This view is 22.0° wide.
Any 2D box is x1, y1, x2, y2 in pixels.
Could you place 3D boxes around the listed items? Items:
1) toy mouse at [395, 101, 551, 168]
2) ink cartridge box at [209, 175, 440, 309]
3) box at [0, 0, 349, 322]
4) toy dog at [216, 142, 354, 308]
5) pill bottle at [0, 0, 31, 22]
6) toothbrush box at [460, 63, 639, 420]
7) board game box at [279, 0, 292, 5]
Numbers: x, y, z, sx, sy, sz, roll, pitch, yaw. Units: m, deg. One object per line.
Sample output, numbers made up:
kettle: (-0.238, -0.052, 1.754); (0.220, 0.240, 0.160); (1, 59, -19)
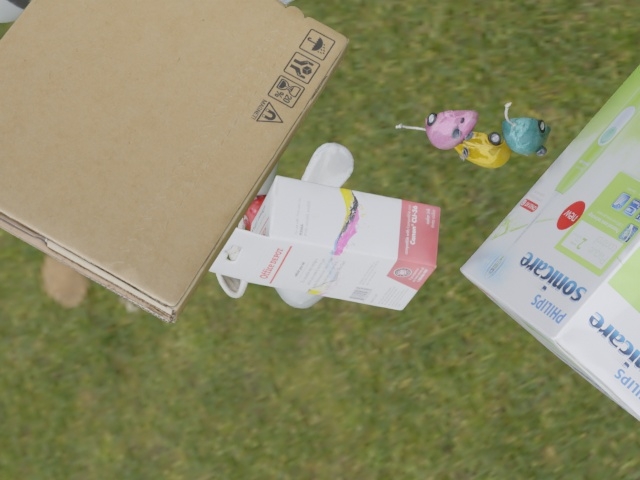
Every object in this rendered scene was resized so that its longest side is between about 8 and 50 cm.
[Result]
toy mouse: (0.156, -0.096, 1.530); (0.143, 0.161, 0.031); (142, 135, -74)
ink cartridge box: (0.000, 0.000, 1.532); (0.115, 0.198, 0.067); (122, 156, -62)
box: (-0.100, -0.075, 0.898); (0.164, 0.201, 0.021); (29, 152, 5)
toy dog: (-0.050, -0.099, 1.922); (0.220, 0.161, 0.333); (4, 114, 60)
pill bottle: (-0.220, -0.273, 1.214); (0.319, 0.176, 0.176); (-33, 80, 10)
toothbrush box: (0.276, -0.021, 1.322); (0.122, 0.206, 0.283); (40, 92, -21)
board game box: (-0.049, -0.418, 1.446); (0.390, 0.390, 0.050); (53, 151, 2)
